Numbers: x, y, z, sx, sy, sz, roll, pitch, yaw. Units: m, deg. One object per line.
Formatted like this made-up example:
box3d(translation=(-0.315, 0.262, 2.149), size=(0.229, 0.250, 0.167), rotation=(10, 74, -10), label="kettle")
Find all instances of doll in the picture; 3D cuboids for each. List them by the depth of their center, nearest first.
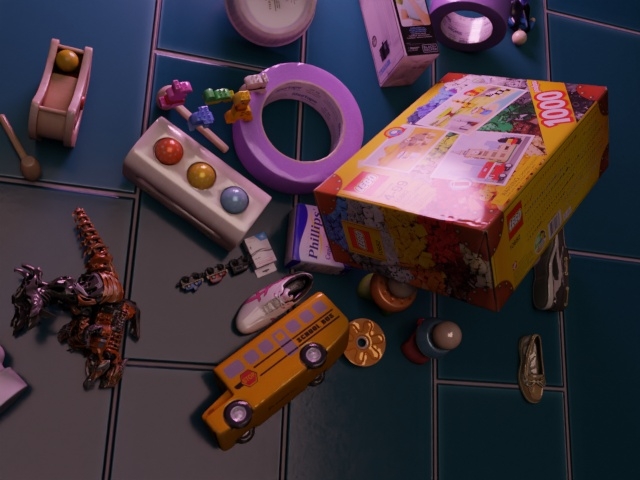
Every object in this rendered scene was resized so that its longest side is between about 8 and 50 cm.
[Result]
box3d(translation=(0.511, -0.598, 1.823), size=(0.129, 0.046, 0.188), rotation=(5, 81, -27), label="doll")

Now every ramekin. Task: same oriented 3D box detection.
box3d(translation=(-0.104, -0.530, 1.525), size=(0.207, 0.109, 0.207), rotation=(-2, 103, -11), label="ramekin")

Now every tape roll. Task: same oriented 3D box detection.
box3d(translation=(-0.050, -0.242, 1.524), size=(0.275, 0.090, 0.274), rotation=(4, 76, -17), label="tape roll")
box3d(translation=(0.356, -0.542, 1.680), size=(0.189, 0.189, 0.080), rotation=(18, 72, -13), label="tape roll")

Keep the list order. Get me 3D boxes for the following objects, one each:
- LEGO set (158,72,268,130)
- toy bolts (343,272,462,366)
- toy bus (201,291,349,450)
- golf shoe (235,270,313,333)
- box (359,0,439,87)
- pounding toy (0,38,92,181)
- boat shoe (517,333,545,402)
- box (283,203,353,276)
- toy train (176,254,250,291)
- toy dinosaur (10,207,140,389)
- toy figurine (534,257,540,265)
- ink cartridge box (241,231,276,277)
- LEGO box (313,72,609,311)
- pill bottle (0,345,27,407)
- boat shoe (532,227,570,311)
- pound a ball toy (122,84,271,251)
box3d(translation=(-0.188, -0.278, 1.374), size=(0.227, 0.093, 0.087), rotation=(-15, 76, -26), label="LEGO set")
box3d(translation=(0.174, 0.182, 1.450), size=(0.229, 0.158, 0.218), rotation=(35, 68, -7), label="toy bolts")
box3d(translation=(-0.089, 0.251, 1.355), size=(0.333, 0.108, 0.130), rotation=(-35, 65, -21), label="toy bus")
box3d(translation=(-0.094, 0.120, 1.418), size=(0.186, 0.086, 0.067), rotation=(-38, 92, -21), label="golf shoe")
box3d(translation=(0.172, -0.524, 1.629), size=(0.087, 0.169, 0.289), rotation=(-9, 81, -18), label="box")
box3d(translation=(-0.534, -0.259, 1.331), size=(0.155, 0.154, 0.269), rotation=(11, 73, -16), label="pounding toy")
box3d(translation=(0.482, 0.289, 1.584), size=(0.056, 0.048, 0.152), rotation=(8, 74, -16), label="boat shoe")
box3d(translation=(0.000, 0.000, 1.486), size=(0.137, 0.072, 0.126), rotation=(9, 73, -16), label="box")
box3d(translation=(-0.214, 0.070, 1.423), size=(0.158, 0.027, 0.036), rotation=(-20, 94, -22), label="toy train")
box3d(translation=(-0.445, 0.112, 1.296), size=(0.219, 0.164, 0.321), rotation=(0, 57, -33), label="toy dinosaur")
box3d(translation=(0.428, -0.050, 1.600), size=(0.213, 0.148, 0.209), rotation=(41, 68, -4), label="toy figurine")
box3d(translation=(-0.124, 0.030, 1.460), size=(0.048, 0.028, 0.083), rotation=(-23, 85, -22), label="ink cartridge box")
box3d(translation=(0.296, -0.127, 1.402), size=(0.500, 0.373, 0.193), rotation=(-44, 133, -33), label="LEGO box")
box3d(translation=(-0.643, 0.190, 1.176), size=(0.283, 0.161, 0.161), rotation=(47, 67, -2), label="pill bottle")
box3d(translation=(0.549, 0.055, 1.654), size=(0.069, 0.081, 0.227), rotation=(10, 80, -19), label="boat shoe")
box3d(translation=(-0.243, -0.159, 1.413), size=(0.319, 0.136, 0.208), rotation=(37, 68, -7), label="pound a ball toy")
